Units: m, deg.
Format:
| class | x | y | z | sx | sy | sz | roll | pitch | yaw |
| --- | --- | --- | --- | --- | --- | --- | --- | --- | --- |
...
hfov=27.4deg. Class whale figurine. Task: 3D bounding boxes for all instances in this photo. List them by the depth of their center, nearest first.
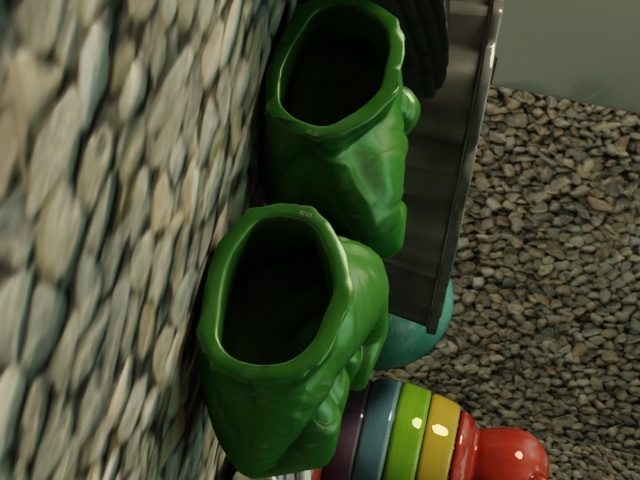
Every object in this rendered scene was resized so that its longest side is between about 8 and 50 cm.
| class | x | y | z | sx | sy | sz | roll | pitch | yaw |
| --- | --- | --- | --- | --- | --- | --- | --- | --- | --- |
| whale figurine | 0.086 | 0.009 | 1.444 | 0.216 | 0.141 | 0.272 | 65 | 36 | -81 |

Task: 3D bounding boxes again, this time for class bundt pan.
| class | x | y | z | sx | sy | sz | roll | pitch | yaw |
| --- | --- | --- | --- | --- | --- | --- | --- | --- | --- |
| bundt pan | 0.067 | -0.095 | 1.088 | 0.331 | 0.124 | 0.331 | 12 | 90 | -86 |

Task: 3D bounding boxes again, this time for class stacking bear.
| class | x | y | z | sx | sy | sz | roll | pitch | yaw |
| --- | --- | --- | --- | --- | --- | --- | --- | --- | --- |
| stacking bear | 0.119 | 0.252 | 1.512 | 0.175 | 0.288 | 0.164 | 13 | 89 | -85 |

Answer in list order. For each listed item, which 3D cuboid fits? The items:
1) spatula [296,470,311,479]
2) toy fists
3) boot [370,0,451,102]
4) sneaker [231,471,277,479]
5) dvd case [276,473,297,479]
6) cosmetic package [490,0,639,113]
| class | x | y | z | sx | sy | sz | roll | pitch | yaw |
| --- | --- | --- | --- | --- | --- | --- | --- | --- | --- |
| spatula | -0.012 | 0.071 | 0.928 | 0.168 | 0.019 | 0.242 | 96 | -9 | -86 |
| toy fists | 0.000 | 0.000 | 0.759 | 0.142 | 0.096 | 0.279 | 94 | 7 | -60 |
| boot | 0.053 | -0.265 | 0.804 | 0.338 | 0.118 | 0.223 | 107 | -8 | -58 |
| sneaker | -0.054 | 0.205 | 0.780 | 0.235 | 0.090 | 0.095 | -65 | 155 | -86 |
| dvd case | -0.028 | 0.230 | 1.002 | 0.179 | 0.029 | 0.239 | -70 | 157 | -77 |
| cosmetic package | 0.278 | -0.290 | 1.503 | 0.156 | 0.384 | 0.217 | -73 | 172 | -48 |
